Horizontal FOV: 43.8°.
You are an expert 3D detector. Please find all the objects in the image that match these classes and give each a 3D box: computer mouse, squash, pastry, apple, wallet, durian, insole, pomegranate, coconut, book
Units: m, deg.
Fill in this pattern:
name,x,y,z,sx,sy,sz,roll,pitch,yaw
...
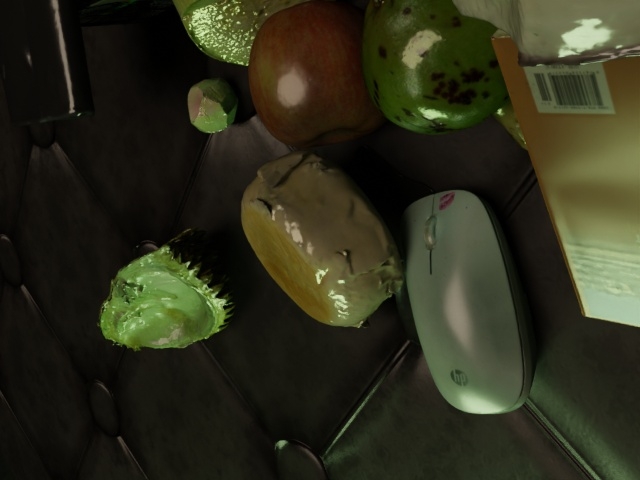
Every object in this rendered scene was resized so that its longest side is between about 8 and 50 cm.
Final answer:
name,x,y,z,sx,sy,sz,roll,pitch,yaw
computer mouse,0.174,0.084,1.003,0.160,0.097,0.288,-14,96,50
squash,-0.091,-0.320,1.048,0.220,0.220,0.133,-17,87,48
pastry,0.001,0.002,1.080,0.265,0.133,0.264,50,164,20
apple,0.001,-0.212,1.014,0.188,0.188,0.173,-16,87,48
wallet,-0.449,-0.383,1.218,0.228,0.062,0.405,4,106,45
durian,-0.273,0.116,1.409,0.163,0.198,0.394,59,138,12
insole,0.110,-0.067,1.085,0.188,0.004,0.064,42,130,28
pomegranate,0.158,-0.201,0.870,0.263,0.211,0.211,34,142,-21
coconut,-0.172,-0.219,1.274,0.083,0.081,0.082,29,120,-6
book,0.323,-0.038,0.734,0.263,0.028,0.373,9,139,44

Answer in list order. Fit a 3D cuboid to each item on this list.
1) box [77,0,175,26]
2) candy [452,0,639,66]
name,x,y,z,sx,sy,sz,roll,pitch,yaw
box,-0.309,-0.407,1.258,0.310,0.198,0.084,0,104,47
candy,0.293,-0.252,0.554,0.427,0.386,0.186,-7,107,13
